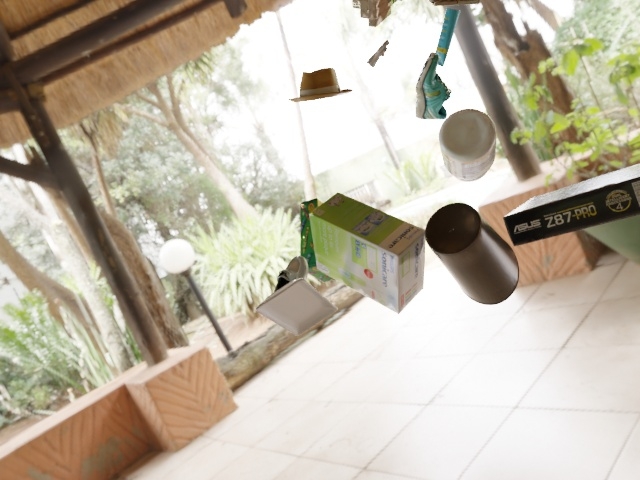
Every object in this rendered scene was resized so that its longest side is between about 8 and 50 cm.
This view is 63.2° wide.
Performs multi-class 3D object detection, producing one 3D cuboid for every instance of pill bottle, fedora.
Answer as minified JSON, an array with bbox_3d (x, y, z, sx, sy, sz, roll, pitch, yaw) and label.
[{"bbox_3d":[0.451,-0.278,1.589,0.162,0.162,0.278,-24,-16,12],"label":"pill bottle"},{"bbox_3d":[-0.004,-0.427,1.422,0.195,0.079,0.194,-8,17,3],"label":"fedora"}]

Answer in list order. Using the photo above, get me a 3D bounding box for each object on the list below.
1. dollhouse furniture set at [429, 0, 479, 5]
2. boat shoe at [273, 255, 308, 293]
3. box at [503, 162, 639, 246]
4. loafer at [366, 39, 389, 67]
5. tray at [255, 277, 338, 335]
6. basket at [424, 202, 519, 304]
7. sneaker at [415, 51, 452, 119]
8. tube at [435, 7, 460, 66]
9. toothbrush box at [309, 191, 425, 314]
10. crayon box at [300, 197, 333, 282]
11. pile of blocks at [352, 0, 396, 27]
[{"bbox_3d":[0.357,-0.634,1.282,0.129,0.129,0.183,-7,46,-8],"label":"dollhouse furniture set"},{"bbox_3d":[-0.104,0.137,1.712,0.079,0.081,0.227,-4,54,32],"label":"boat shoe"},{"bbox_3d":[0.714,-0.106,1.340,0.395,0.097,0.318,-20,0,38],"label":"box"},{"bbox_3d":[0.221,-0.692,1.931,0.125,0.039,0.045,-36,16,49],"label":"loafer"},{"bbox_3d":[-0.060,0.175,1.388,0.145,0.030,0.270,-33,-32,5],"label":"tray"},{"bbox_3d":[0.343,0.019,1.199,0.154,0.204,0.227,-28,-40,21],"label":"basket"},{"bbox_3d":[0.375,-0.499,1.699,0.275,0.110,0.106,70,-139,-60],"label":"sneaker"},{"bbox_3d":[0.481,-0.778,1.997,0.052,0.206,0.080,3,27,-17],"label":"tube"},{"bbox_3d":[0.120,0.028,1.343,0.283,0.206,0.122,26,51,33],"label":"toothbrush box"},{"bbox_3d":[0.000,0.000,1.972,0.081,0.278,0.165,-15,-29,27],"label":"crayon box"},{"bbox_3d":[0.155,-0.680,1.256,0.361,0.113,0.149,-63,-25,-13],"label":"pile of blocks"}]
